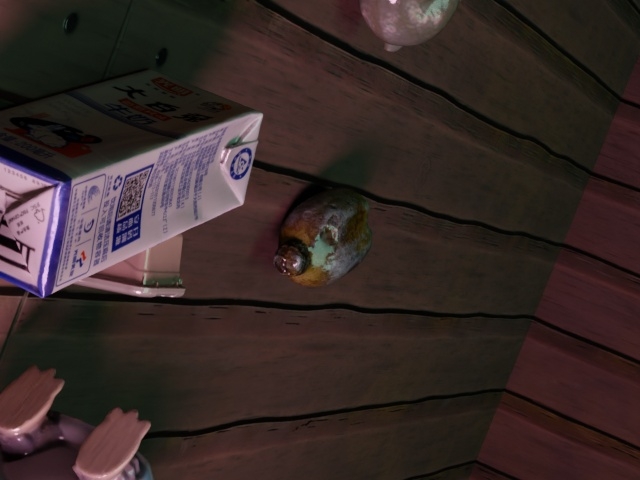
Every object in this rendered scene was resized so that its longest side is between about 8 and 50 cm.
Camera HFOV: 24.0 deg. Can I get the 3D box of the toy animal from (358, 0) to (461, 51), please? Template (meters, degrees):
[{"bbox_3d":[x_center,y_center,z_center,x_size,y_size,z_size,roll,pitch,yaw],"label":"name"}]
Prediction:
[{"bbox_3d":[0.082,-0.318,1.684,0.251,0.125,0.127,46,40,-61],"label":"toy animal"}]

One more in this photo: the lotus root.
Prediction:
[{"bbox_3d":[0.000,0.000,1.841,0.192,0.088,0.113,-32,124,-55],"label":"lotus root"}]

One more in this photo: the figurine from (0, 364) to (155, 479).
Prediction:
[{"bbox_3d":[-0.282,0.370,1.310,0.378,0.266,0.361,-50,147,-38],"label":"figurine"}]

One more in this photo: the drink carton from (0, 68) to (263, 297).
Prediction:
[{"bbox_3d":[-0.184,-0.058,1.280,0.315,0.130,0.106,-29,139,-60],"label":"drink carton"}]

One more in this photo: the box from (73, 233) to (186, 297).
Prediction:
[{"bbox_3d":[-0.187,0.013,1.367,0.089,0.122,0.062,3,97,-67],"label":"box"}]
